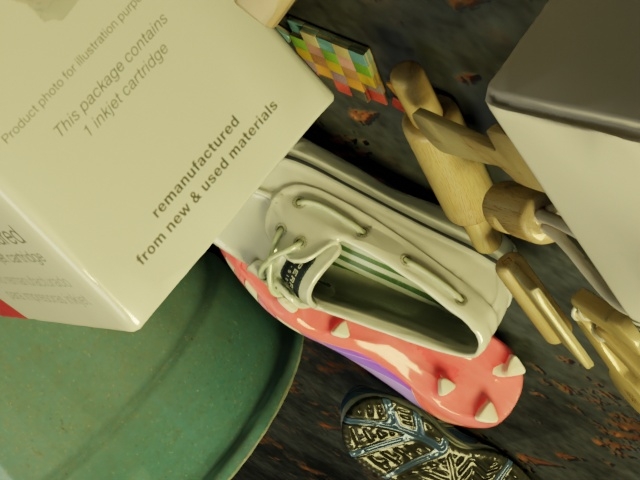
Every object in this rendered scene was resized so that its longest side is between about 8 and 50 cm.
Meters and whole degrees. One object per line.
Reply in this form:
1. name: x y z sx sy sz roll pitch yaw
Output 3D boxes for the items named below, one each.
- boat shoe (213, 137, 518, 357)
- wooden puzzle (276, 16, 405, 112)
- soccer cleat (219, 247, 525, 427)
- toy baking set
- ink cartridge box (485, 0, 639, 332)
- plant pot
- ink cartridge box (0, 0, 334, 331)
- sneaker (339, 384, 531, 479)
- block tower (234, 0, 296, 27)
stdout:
1. boat shoe: 0.000 0.000 0.870 0.226 0.076 0.083 16 135 8
2. wooden puzzle: 0.009 -0.090 0.796 0.083 0.006 0.049 25 161 26
3. soccer cleat: 0.025 0.043 1.021 0.248 0.083 0.095 34 168 -11
4. toy baking set: 0.106 -0.005 0.726 0.197 0.030 0.256 43 172 41
5. ink cartridge box: 0.155 -0.028 0.455 0.086 0.148 0.203 19 157 45
6. plant pot: -0.246 0.053 1.173 0.334 0.341 0.341 50 159 -20
7. ink cartridge box: -0.224 -0.143 0.752 0.385 0.160 0.279 48 158 -22
8. sneaker: 0.103 0.185 1.298 0.211 0.080 0.081 40 -176 -16
9. block tower: -0.102 -0.203 0.489 0.335 0.097 0.091 36 130 -5
